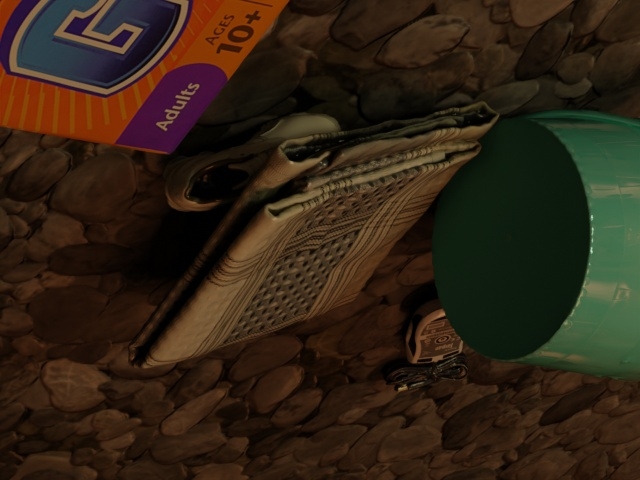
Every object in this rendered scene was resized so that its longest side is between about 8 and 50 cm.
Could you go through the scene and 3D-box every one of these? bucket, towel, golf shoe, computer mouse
[{"bbox_3d":[0.252,0.003,1.951,0.183,0.281,0.281,5,137,-35],"label":"bucket"},{"bbox_3d":[0.000,0.000,1.898,0.312,0.056,0.324,-14,151,-44],"label":"towel"},{"bbox_3d":[-0.056,-0.065,1.804,0.176,0.086,0.069,-22,103,-8],"label":"golf shoe"},{"bbox_3d":[0.130,0.110,2.227,0.106,0.042,0.193,-10,150,-13],"label":"computer mouse"}]

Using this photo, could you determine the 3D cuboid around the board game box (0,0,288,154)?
[{"bbox_3d":[-0.190,-0.317,1.125,0.356,0.356,0.356,8,135,-39],"label":"board game box"}]
